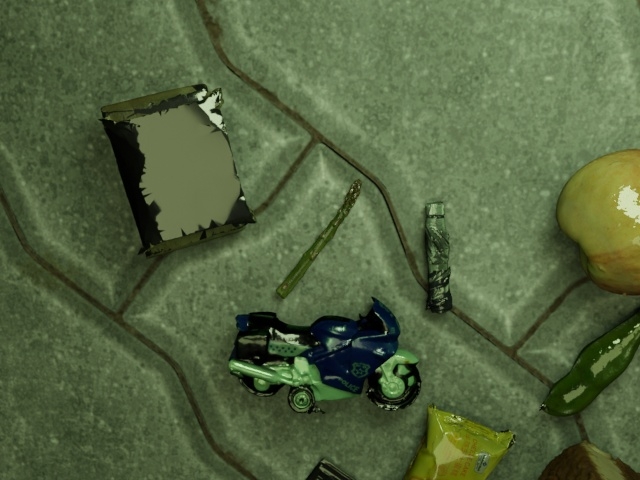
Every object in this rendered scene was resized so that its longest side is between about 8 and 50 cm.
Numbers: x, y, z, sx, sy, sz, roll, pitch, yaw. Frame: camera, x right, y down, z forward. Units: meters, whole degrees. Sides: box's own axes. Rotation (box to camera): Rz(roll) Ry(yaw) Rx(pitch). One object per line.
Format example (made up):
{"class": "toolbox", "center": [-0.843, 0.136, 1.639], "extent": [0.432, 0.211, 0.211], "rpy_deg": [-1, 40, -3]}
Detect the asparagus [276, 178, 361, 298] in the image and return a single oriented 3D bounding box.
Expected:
{"class": "asparagus", "center": [0.000, 0.000, 1.249], "extent": [0.248, 0.025, 0.024], "rpy_deg": [-54, 49, 14]}

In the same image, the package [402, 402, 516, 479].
{"class": "package", "center": [0.222, 0.403, 1.275], "extent": [0.168, 0.090, 0.226], "rpy_deg": [22, 102, -1]}

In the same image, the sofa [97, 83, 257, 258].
{"class": "sofa", "center": [-0.233, -0.116, 1.202], "extent": [0.200, 0.182, 0.258], "rpy_deg": [-17, 100, -8]}

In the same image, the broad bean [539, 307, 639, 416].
{"class": "broad bean", "center": [0.496, 0.194, 1.217], "extent": [0.318, 0.056, 0.098], "rpy_deg": [-35, 96, 10]}

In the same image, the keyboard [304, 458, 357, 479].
{"class": "keyboard", "center": [0.075, 0.492, 1.346], "extent": [0.230, 0.025, 0.094], "rpy_deg": [35, 105, -2]}

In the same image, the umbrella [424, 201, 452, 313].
{"class": "umbrella", "center": [0.197, 0.030, 1.219], "extent": [0.046, 0.050, 0.188], "rpy_deg": [-6, 102, -14]}

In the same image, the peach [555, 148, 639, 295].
{"class": "peach", "center": [0.479, -0.037, 1.093], "extent": [0.232, 0.232, 0.232], "rpy_deg": [1, 102, 6]}

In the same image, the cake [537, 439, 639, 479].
{"class": "cake", "center": [0.473, 0.523, 1.177], "extent": [0.290, 0.282, 0.256], "rpy_deg": [32, 101, 1]}

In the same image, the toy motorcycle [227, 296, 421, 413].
{"class": "toy motorcycle", "center": [0.011, 0.188, 1.244], "extent": [0.331, 0.125, 0.196], "rpy_deg": [6, 101, 2]}
